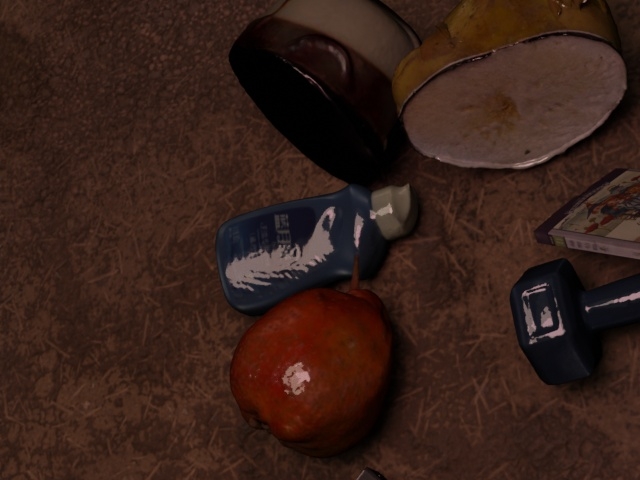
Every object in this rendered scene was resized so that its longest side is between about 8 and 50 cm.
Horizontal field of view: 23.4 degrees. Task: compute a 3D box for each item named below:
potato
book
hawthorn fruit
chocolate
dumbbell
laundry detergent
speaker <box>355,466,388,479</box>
[{"bbox_3d":[0.242,-0.237,2.007,0.299,0.246,0.196,-20,47,18],"label":"potato"},{"bbox_3d":[0.385,-0.036,1.873,0.157,0.026,0.231,-35,23,-23],"label":"book"},{"bbox_3d":[0.006,0.146,2.007,0.210,0.210,0.262,26,79,31],"label":"hawthorn fruit"},{"bbox_3d":[0.030,-0.234,2.101,0.283,0.284,0.186,37,75,31],"label":"chocolate"},{"bbox_3d":[0.398,0.066,1.868,0.324,0.160,0.144,-17,98,21],"label":"dumbbell"},{"bbox_3d":[0.000,0.000,2.118,0.289,0.094,0.143,-20,64,20],"label":"laundry detergent"},{"bbox_3d":[0.117,0.386,1.960,0.218,0.044,0.082,40,93,31],"label":"speaker"}]
